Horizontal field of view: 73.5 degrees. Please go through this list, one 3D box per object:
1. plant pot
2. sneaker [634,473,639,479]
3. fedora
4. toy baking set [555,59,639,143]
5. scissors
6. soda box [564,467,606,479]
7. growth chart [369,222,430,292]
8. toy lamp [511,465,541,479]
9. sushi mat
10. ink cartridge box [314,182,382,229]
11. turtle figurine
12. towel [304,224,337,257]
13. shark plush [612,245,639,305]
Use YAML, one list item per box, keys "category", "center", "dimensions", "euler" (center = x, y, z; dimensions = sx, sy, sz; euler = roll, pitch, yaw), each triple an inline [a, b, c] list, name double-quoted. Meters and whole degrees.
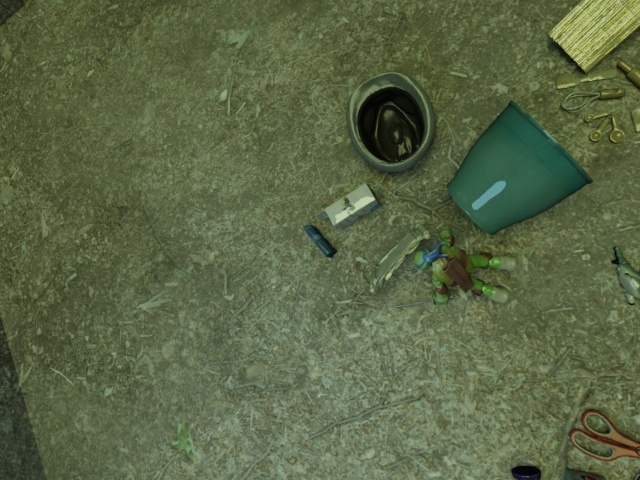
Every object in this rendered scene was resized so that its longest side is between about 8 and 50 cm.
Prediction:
- category: "plant pot"
  center: [0.474, -0.161, 1.085]
  dimensions: [0.255, 0.271, 0.272]
  euler: [-44, 72, 26]
- category: "sneaker"
  center: [0.814, 0.552, 0.977]
  dimensions: [0.170, 0.074, 0.063]
  euler: [-23, 78, 16]
- category: "fedora"
  center: [0.210, -0.333, 1.250]
  dimensions: [0.243, 0.124, 0.276]
  euler: [-29, 84, 16]
- category: "toy baking set"
  center: [0.756, -0.371, 1.117]
  dimensions: [0.196, 0.030, 0.256]
  euler: [-36, 74, 12]
- category: "scissors"
  center: [0.758, 0.505, 1.004]
  dimensions: [0.297, 0.021, 0.109]
  euler: [19, 85, 31]
- category: "soda box"
  center: [0.628, 0.711, 1.013]
  dimensions: [0.091, 0.098, 0.287]
  euler: [5, 85, 19]
- category: "growth chart"
  center: [0.207, 0.045, 1.170]
  dimensions: [0.021, 0.172, 0.237]
  euler: [39, 111, -6]
- category: "toy lamp"
  center: [0.532, 0.714, 1.058]
  dimensions: [0.080, 0.080, 0.275]
  euler: [-10, 78, 18]
- category: "sushi mat"
  center: [0.757, -0.597, 1.077]
  dimensions: [0.151, 0.019, 0.316]
  euler: [48, 115, 7]
- category: "ink cartridge box"
  center: [0.084, -0.089, 1.279]
  dimensions: [0.181, 0.104, 0.062]
  euler: [-31, 75, 14]
- category: "turtle figurine"
  center: [0.363, 0.075, 1.169]
  dimensions: [0.266, 0.275, 0.198]
  euler: [14, 58, -3]
- category: "towel"
  center: [0.000, 0.000, 1.318]
  dimensions: [0.029, 0.067, 0.119]
  euler: [-43, 73, 12]
- category: "shark plush"
  center: [0.779, 0.091, 1.067]
  dimensions: [0.067, 0.073, 0.161]
  euler: [-20, 56, -4]
